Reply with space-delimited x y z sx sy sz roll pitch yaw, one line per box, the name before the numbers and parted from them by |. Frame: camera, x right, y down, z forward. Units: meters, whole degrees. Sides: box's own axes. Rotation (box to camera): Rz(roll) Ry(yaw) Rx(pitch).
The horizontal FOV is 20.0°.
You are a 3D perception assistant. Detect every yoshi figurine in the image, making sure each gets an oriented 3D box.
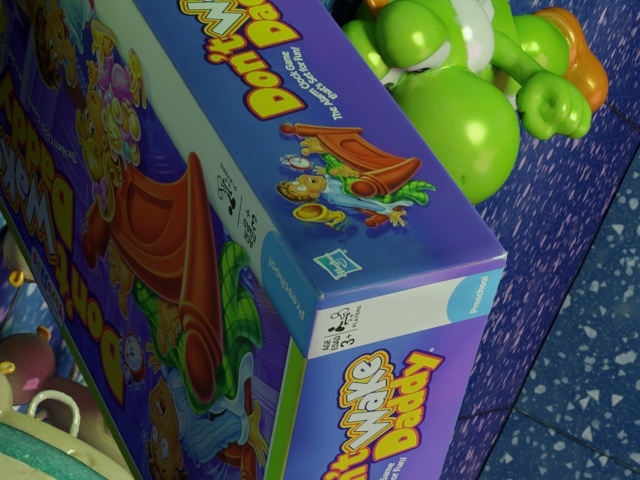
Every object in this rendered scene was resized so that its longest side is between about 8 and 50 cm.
yoshi figurine | 0.114 -0.107 1.456 0.203 0.203 0.362 -61 162 15

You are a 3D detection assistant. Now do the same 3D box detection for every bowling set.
bowling set | -0.134 0.063 1.090 0.287 0.154 0.200 -54 180 -34

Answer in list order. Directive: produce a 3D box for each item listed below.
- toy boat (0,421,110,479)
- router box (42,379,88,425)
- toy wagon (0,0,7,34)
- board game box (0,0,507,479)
toy boat | -0.178 0.154 0.734 0.148 0.318 0.267 -72 150 -45
router box | -0.171 0.242 1.293 0.335 0.082 0.301 -47 157 -44
toy wagon | -0.184 -0.168 0.646 0.267 0.068 0.344 -55 163 -25
board game box | -0.058 -0.018 0.799 0.078 0.347 0.233 -12 137 -24
